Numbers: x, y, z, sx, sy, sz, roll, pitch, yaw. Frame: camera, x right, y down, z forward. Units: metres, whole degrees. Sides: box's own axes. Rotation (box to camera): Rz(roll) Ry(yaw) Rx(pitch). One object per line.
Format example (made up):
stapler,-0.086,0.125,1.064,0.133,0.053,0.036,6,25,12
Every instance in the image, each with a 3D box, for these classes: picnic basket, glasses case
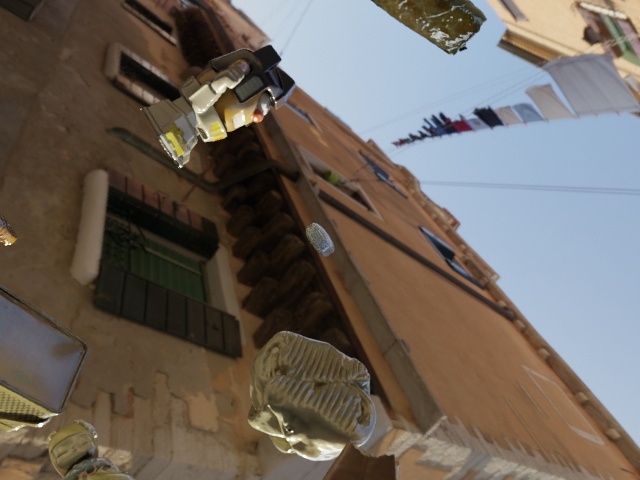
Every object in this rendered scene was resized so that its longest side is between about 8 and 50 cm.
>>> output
picnic basket,-0.574,0.210,0.904,0.139,0.267,0.165,-23,-141,22
glasses case,0.000,0.000,1.184,0.045,0.067,0.178,-35,172,1

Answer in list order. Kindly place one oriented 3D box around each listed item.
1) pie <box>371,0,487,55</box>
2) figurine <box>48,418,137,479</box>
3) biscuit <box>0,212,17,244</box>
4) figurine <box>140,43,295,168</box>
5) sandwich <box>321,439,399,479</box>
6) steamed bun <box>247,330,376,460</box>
pie,0.169,-0.435,0.915,0.068,0.282,0.128,-67,-166,-21
figurine,-0.591,0.625,1.291,0.394,0.226,0.275,36,-44,37
biscuit,-0.683,-0.115,0.960,0.038,0.305,0.305,-37,-153,-23
figurine,-0.193,-0.267,0.978,0.308,0.143,0.308,-29,-156,14
sandwich,0.060,0.536,1.097,0.219,0.108,0.186,-6,-120,13
steamed bun,-0.042,0.456,1.429,0.255,0.367,0.342,-64,179,29
